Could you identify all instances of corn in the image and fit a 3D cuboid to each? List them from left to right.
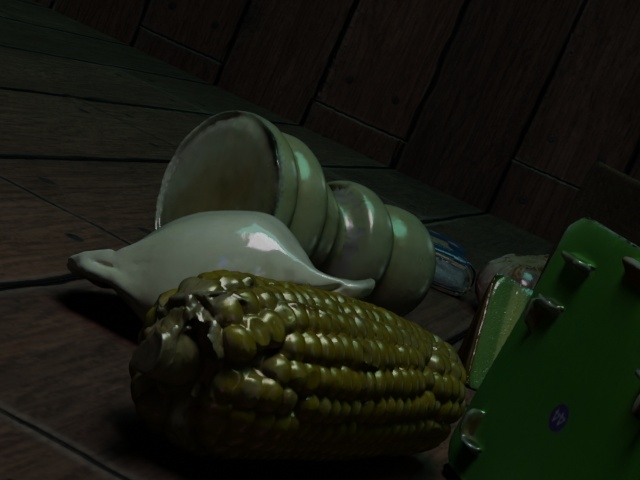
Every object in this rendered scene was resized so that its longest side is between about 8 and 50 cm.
[{"bbox_3d":[-0.005,0.098,0.920,0.130,0.130,0.347,31,8,38],"label":"corn"}]

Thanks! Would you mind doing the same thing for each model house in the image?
[{"bbox_3d":[0.317,0.178,0.940,0.313,0.242,0.357,23,7,-20],"label":"model house"}]

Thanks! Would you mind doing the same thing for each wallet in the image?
[{"bbox_3d":[0.158,0.019,1.938,0.141,0.059,0.202,21,10,-1],"label":"wallet"}]

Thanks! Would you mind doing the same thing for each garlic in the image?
[{"bbox_3d":[0.289,0.075,1.822,0.147,0.102,0.159,12,15,23],"label":"garlic"}]

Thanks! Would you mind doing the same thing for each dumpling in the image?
[{"bbox_3d":[-0.085,0.046,1.098,0.252,0.131,0.179,2,-8,-5],"label":"dumpling"}]

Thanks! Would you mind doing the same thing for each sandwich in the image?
[{"bbox_3d":[0.201,0.105,1.390,0.074,0.116,0.074,22,9,-7],"label":"sandwich"}]

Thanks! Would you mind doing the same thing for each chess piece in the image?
[{"bbox_3d":[0.000,0.000,1.371,0.330,0.182,0.182,22,8,-46],"label":"chess piece"}]

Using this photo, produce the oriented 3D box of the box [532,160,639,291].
[{"bbox_3d":[0.354,0.073,1.461,0.143,0.273,0.184,17,11,-37],"label":"box"}]
